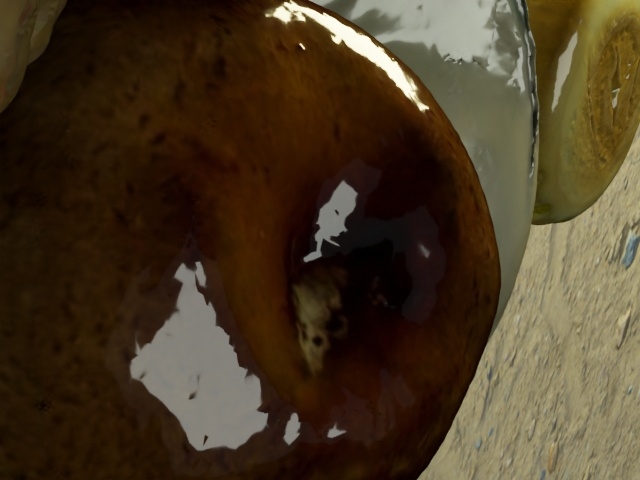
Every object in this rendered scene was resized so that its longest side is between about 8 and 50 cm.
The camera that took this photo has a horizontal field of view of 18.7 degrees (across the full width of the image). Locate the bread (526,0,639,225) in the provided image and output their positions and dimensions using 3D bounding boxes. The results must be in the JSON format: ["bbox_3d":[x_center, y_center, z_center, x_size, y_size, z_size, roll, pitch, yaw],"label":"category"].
[{"bbox_3d":[0.167,-0.112,1.415,0.213,0.105,0.213,-45,144,-46],"label":"bread"}]

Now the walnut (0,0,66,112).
[{"bbox_3d":[-0.173,-0.134,0.651,0.198,0.198,0.245,-37,144,-51],"label":"walnut"}]

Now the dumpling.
[{"bbox_3d":[-0.001,0.002,1.100,0.260,0.181,0.341,-23,160,-32],"label":"dumpling"}]

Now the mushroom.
[{"bbox_3d":[-0.068,0.016,0.821,0.267,0.255,0.267,-3,90,-70],"label":"mushroom"}]
